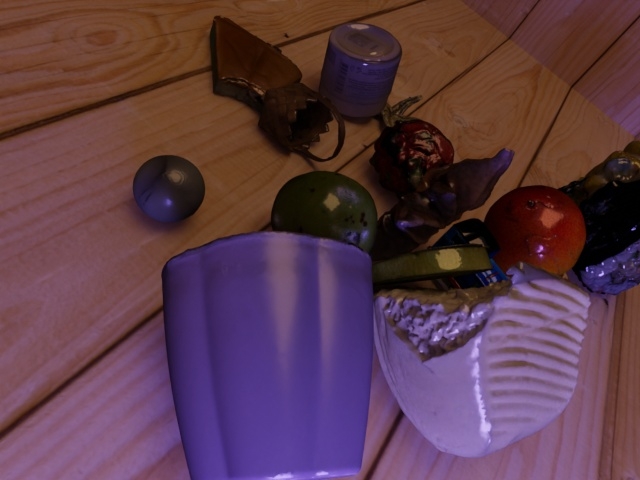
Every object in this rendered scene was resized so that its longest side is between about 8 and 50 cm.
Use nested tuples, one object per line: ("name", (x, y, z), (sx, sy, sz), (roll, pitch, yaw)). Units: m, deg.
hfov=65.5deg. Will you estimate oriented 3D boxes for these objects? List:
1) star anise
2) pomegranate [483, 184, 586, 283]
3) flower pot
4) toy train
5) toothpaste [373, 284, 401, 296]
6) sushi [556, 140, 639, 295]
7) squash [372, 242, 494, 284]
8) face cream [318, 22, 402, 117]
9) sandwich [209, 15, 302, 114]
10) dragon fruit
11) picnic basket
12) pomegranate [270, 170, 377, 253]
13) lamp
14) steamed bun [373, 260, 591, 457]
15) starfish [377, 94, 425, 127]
("star anise", (0.203, -0.066, 0.908), (0.349, 0.292, 0.109), (-33, 93, -11))
("pomegranate", (0.456, -0.004, 1.062), (0.235, 0.210, 0.210), (57, 40, -16))
("flower pot", (-0.050, 0.148, 0.573), (0.265, 0.265, 0.243), (9, 58, -27))
("toy train", (0.295, 0.071, 0.940), (0.083, 0.131, 0.204), (-12, 61, -40))
("toothpaste", (0.096, 0.118, 0.842), (0.194, 0.043, 0.067), (-9, 56, -45))
("sushi", (0.692, -0.066, 1.159), (0.329, 0.328, 0.285), (8, 49, -36))
("squash", (0.176, 0.051, 0.830), (0.219, 0.219, 0.041), (0, 76, -33))
("face cream", (0.093, -0.409, 1.191), (0.177, 0.153, 0.177), (6, 50, -7))
("sandwich", (-0.181, -0.387, 1.091), (0.245, 0.063, 0.212), (33, 44, -1))
("dragon fruit", (0.198, -0.177, 1.078), (0.182, 0.189, 0.182), (2, 84, -20))
("picnic basket", (-0.021, -0.236, 1.009), (0.178, 0.128, 0.138), (35, 42, 25))
("pomegranate", (0.000, 0.000, 0.799), (0.181, 0.181, 0.224), (20, 67, -17))
("lamp", (-0.229, -0.078, 0.755), (0.105, 0.105, 0.105), (18, 45, -19))
("steamed bun", (0.223, 0.156, 0.767), (0.290, 0.272, 0.273), (3, 92, -32))
("starfish", (0.181, -0.321, 1.268), (0.208, 0.053, 0.176), (12, 46, 2))
